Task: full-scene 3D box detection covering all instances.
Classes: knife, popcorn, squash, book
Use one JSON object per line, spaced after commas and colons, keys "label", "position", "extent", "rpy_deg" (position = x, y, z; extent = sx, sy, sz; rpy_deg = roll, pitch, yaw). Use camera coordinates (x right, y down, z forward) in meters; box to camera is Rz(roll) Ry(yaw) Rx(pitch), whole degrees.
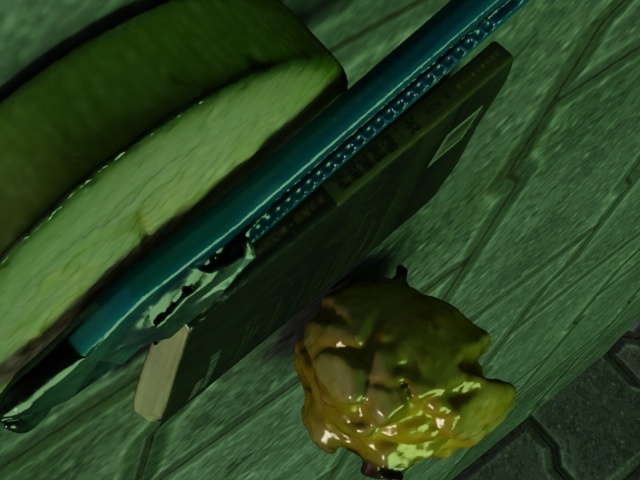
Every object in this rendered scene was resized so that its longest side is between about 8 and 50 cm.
{"label": "knife", "position": [-0.015, -0.021, 0.514], "extent": [0.296, 0.026, 0.044], "rpy_deg": [-41, 158, -3]}
{"label": "popcorn", "position": [0.054, 0.095, 0.914], "extent": [0.167, 0.148, 0.152], "rpy_deg": [18, 88, -41]}
{"label": "squash", "position": [-0.081, -0.008, 0.514], "extent": [0.219, 0.041, 0.219], "rpy_deg": [-40, 169, -9]}
{"label": "book", "position": [0.000, 0.000, 0.690], "extent": [0.228, 0.024, 0.160], "rpy_deg": [-39, 170, -26]}
